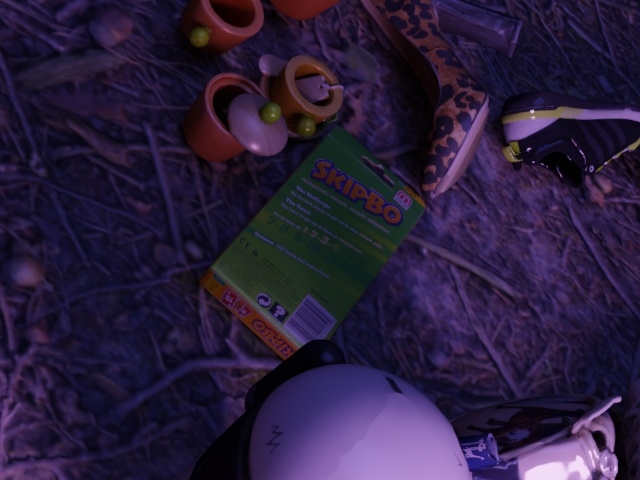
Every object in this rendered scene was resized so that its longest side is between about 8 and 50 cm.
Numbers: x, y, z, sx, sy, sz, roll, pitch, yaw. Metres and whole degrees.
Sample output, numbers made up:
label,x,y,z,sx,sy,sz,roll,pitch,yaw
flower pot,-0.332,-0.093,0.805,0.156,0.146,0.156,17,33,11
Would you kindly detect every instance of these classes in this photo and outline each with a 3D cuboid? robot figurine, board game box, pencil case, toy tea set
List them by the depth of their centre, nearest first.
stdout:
label,x,y,z,sx,sy,sz,roll,pitch,yaw
robot figurine,-0.011,0.202,1.082,0.209,0.278,0.173,51,44,7
pencil case,0.201,0.322,1.151,0.160,0.183,0.410,-18,89,-32
board game box,0.000,0.000,1.414,0.124,0.039,0.259,43,47,-3
toy tea set,-0.038,-0.218,1.467,0.200,0.124,0.336,17,55,-31

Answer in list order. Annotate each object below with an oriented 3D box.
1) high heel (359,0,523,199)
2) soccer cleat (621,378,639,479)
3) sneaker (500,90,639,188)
label,x,y,z,sx,sy,sz,roll,pitch,yaw
high heel,0.091,-0.165,1.593,0.186,0.093,0.261,20,58,6
soccer cleat,0.330,0.206,1.442,0.143,0.116,0.331,40,27,17
sneaker,0.288,-0.103,1.687,0.234,0.084,0.097,4,81,-33
